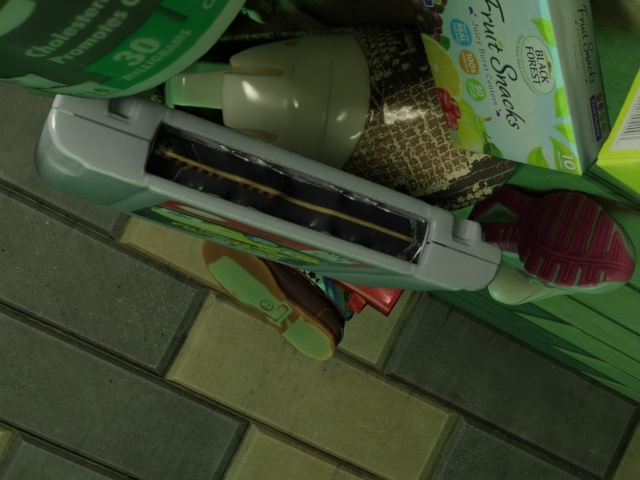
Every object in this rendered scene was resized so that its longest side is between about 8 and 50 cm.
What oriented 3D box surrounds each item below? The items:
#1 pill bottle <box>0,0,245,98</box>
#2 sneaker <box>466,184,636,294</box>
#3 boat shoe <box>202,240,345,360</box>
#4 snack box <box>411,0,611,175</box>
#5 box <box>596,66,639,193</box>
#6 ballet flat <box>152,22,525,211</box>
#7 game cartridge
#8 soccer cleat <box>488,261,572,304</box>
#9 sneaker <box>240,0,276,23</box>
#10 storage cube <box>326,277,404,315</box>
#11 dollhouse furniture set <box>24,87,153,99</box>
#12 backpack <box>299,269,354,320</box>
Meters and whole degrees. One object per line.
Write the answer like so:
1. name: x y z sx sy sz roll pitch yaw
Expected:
1. pill bottle: -0.181 -0.170 0.261 0.204 0.204 0.361 25 -169 24
2. sneaker: 0.270 0.004 0.918 0.111 0.103 0.252 27 -176 -24
3. boat shoe: -0.053 0.056 0.990 0.207 0.073 0.073 46 -144 -12
4. snack box: 0.106 -0.111 0.469 0.100 0.037 0.141 20 143 47
5. box: 0.235 -0.044 0.417 0.178 0.109 0.042 28 174 -21
6. ballet flat: -0.038 -0.118 0.718 0.182 0.163 0.483 7 -171 -31
7. game cartridge: -0.047 -0.024 0.571 0.294 0.060 0.196 19 176 -20
8. soccer cleat: 0.300 0.043 1.052 0.196 0.068 0.076 -6 -178 -32
9. sneaker: -0.071 -0.216 0.717 0.037 0.031 0.083 25 175 21
10. storage cube: 0.046 -0.040 0.958 0.193 0.215 0.183 32 177 7
11. dollhouse furniture set: -0.213 -0.213 0.704 0.144 0.151 0.123 11 164 8
12. backpack: 0.000 0.000 1.285 0.213 0.263 0.276 0 168 19
